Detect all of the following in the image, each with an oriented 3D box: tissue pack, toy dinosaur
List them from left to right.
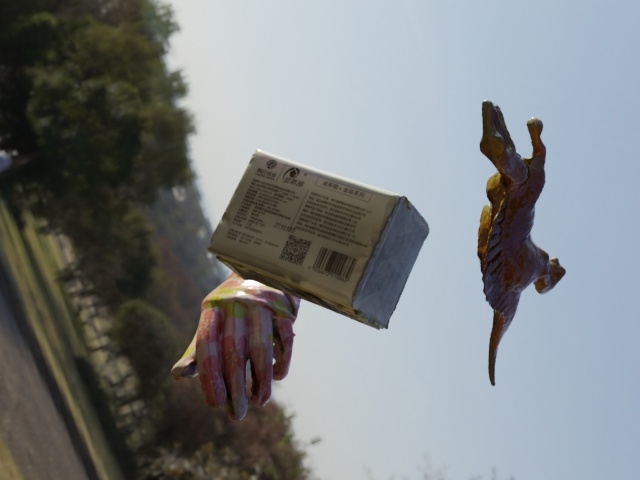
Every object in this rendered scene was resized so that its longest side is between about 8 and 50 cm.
[{"bbox_3d":[0.001,0.000,0.980,0.148,0.106,0.099,20,-11,28],"label":"tissue pack"},{"bbox_3d":[0.136,0.010,0.810,0.142,0.057,0.212,-8,99,-70],"label":"toy dinosaur"}]

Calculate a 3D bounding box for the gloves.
[{"bbox_3d":[-0.104,0.118,1.480,0.241,0.145,0.126,-69,171,-57],"label":"gloves"}]
